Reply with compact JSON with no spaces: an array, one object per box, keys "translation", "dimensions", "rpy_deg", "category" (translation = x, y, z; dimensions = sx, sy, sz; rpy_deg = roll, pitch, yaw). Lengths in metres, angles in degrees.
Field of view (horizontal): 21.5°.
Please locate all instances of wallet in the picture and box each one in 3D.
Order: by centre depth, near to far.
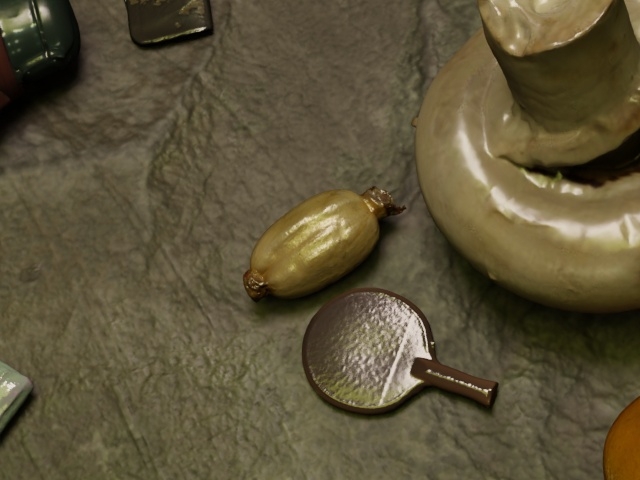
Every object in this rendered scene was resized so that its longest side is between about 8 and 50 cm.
[{"translation":[-0.145,-0.252,1.548],"dimensions":[0.082,0.018,0.157],"rpy_deg":[-10,71,8],"category":"wallet"}]

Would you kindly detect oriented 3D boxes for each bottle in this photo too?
[{"translation":[-0.347,-0.156,1.488],"dimensions":[0.271,0.143,0.156],"rpy_deg":[-18,69,3],"category":"bottle"}]

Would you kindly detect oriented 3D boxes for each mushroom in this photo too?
[{"translation":[0.208,-0.100,1.283],"dimensions":[0.292,0.290,0.293],"rpy_deg":[-5,67,12],"category":"mushroom"}]

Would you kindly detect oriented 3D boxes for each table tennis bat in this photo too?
[{"translation":[0.055,0.084,1.341],"dimensions":[0.169,0.119,0.108],"rpy_deg":[18,76,18],"category":"table tennis bat"}]

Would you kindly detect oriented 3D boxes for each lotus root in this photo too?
[{"translation":[0.000,0.000,1.410],"dimensions":[0.150,0.062,0.073],"rpy_deg":[-32,76,-1],"category":"lotus root"}]

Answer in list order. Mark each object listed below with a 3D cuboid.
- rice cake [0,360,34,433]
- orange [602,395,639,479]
[{"translation":[-0.334,0.192,1.419],"dimensions":[0.080,0.042,0.222],"rpy_deg":[31,79,14],"category":"rice cake"},{"translation":[0.287,0.180,1.253],"dimensions":[0.159,0.159,0.136],"rpy_deg":[21,110,17],"category":"orange"}]
